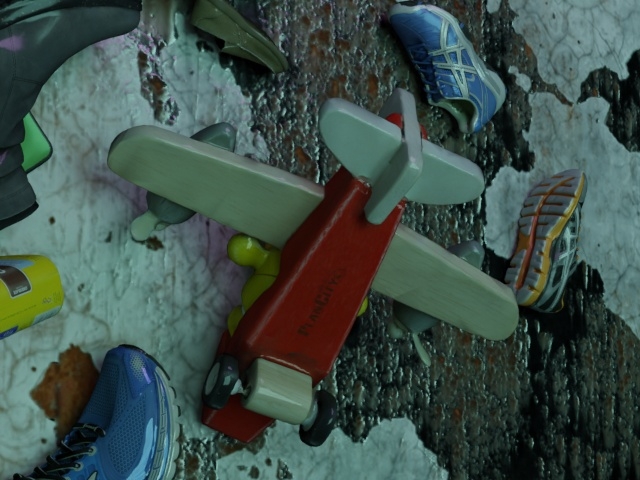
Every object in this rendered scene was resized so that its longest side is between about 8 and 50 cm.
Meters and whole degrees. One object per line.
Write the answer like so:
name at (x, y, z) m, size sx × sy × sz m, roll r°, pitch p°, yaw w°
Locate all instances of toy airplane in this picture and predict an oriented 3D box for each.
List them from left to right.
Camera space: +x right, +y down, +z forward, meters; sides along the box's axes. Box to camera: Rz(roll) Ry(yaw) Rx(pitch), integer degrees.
toy airplane at (0.000, 0.000, 1.298) m, size 0.384 × 0.272 × 0.386 m, roll -20°, pitch 112°, yaw -3°

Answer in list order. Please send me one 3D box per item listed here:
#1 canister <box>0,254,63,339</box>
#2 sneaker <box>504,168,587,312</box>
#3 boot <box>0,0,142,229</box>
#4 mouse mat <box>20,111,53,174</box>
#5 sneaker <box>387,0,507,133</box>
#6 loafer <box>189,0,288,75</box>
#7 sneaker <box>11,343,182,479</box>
canister at (-0.339, 0.065, 1.109) m, size 0.170 × 0.126 × 0.073 m, roll -27°, pitch 111°, yaw -60°
sneaker at (0.323, 0.001, 1.640) m, size 0.083 × 0.084 × 0.215 m, roll 30°, pitch 77°, yaw -32°
boot at (-0.314, -0.133, 1.198) m, size 0.338 × 0.118 × 0.222 m, roll -21°, pitch 110°, yaw -41°
mouse mat at (-0.378, -0.131, 1.210) m, size 0.152 × 0.007 × 0.189 m, roll -39°, pitch 105°, yaw -32°
sneaker at (0.163, -0.228, 1.551) m, size 0.211 × 0.080 × 0.081 m, roll 43°, pitch 60°, yaw -22°
loafer at (-0.098, -0.239, 1.392) m, size 0.050 × 0.056 × 0.148 m, roll -45°, pitch 123°, yaw 9°
sneaker at (-0.246, 0.256, 1.182) m, size 0.147 × 0.130 × 0.330 m, roll 27°, pitch 70°, yaw -32°
